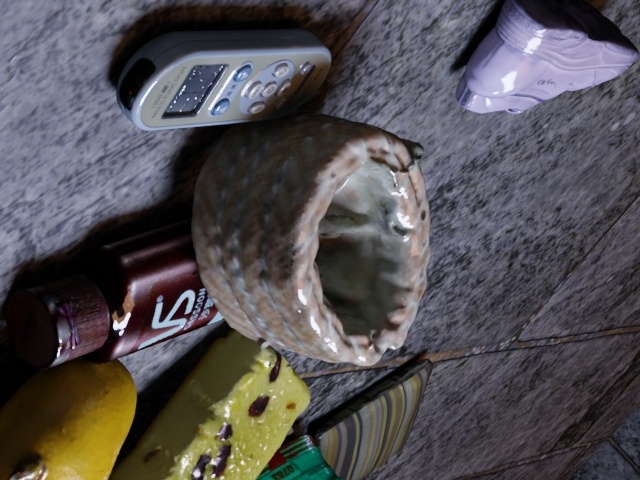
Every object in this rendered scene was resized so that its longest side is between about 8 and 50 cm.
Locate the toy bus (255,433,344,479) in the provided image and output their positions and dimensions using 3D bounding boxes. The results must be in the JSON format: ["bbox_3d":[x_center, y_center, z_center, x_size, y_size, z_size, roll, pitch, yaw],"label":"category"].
[{"bbox_3d":[-0.069,0.431,2.354,0.183,0.199,0.343,-25,156,-40],"label":"toy bus"}]

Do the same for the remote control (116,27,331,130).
[{"bbox_3d":[-0.078,-0.137,1.519,0.244,0.047,0.087,-10,145,-55],"label":"remote control"}]

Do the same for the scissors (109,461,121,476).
[{"bbox_3d":[-0.234,0.264,1.980,0.383,0.029,0.256,-17,147,-35],"label":"scissors"}]

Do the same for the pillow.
[{"bbox_3d":[0.058,0.269,2.495,0.212,0.052,0.208,-32,153,-31],"label":"pillow"}]

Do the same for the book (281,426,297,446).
[{"bbox_3d":[-0.133,0.261,2.197,0.217,0.021,0.310,-38,158,-9],"label":"book"}]

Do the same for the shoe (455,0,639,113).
[{"bbox_3d":[0.235,-0.184,1.914,0.137,0.095,0.245,-48,154,23],"label":"shoe"}]

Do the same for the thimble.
[{"bbox_3d":[-0.004,-0.002,1.647,0.196,0.148,0.229,-21,117,-43],"label":"thimble"}]

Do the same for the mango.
[{"bbox_3d":[-0.239,0.187,1.698,0.317,0.119,0.176,-47,162,-75],"label":"mango"}]

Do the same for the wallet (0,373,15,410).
[{"bbox_3d":[-0.408,0.252,1.684,0.170,0.044,0.321,-8,137,-56],"label":"wallet"}]

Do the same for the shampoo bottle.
[{"bbox_3d":[-0.139,0.039,1.690,0.323,0.084,0.129,-19,144,-45],"label":"shampoo bottle"}]

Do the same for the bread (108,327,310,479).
[{"bbox_3d":[-0.149,0.259,1.942,0.361,0.077,0.138,-52,141,-15],"label":"bread"}]
